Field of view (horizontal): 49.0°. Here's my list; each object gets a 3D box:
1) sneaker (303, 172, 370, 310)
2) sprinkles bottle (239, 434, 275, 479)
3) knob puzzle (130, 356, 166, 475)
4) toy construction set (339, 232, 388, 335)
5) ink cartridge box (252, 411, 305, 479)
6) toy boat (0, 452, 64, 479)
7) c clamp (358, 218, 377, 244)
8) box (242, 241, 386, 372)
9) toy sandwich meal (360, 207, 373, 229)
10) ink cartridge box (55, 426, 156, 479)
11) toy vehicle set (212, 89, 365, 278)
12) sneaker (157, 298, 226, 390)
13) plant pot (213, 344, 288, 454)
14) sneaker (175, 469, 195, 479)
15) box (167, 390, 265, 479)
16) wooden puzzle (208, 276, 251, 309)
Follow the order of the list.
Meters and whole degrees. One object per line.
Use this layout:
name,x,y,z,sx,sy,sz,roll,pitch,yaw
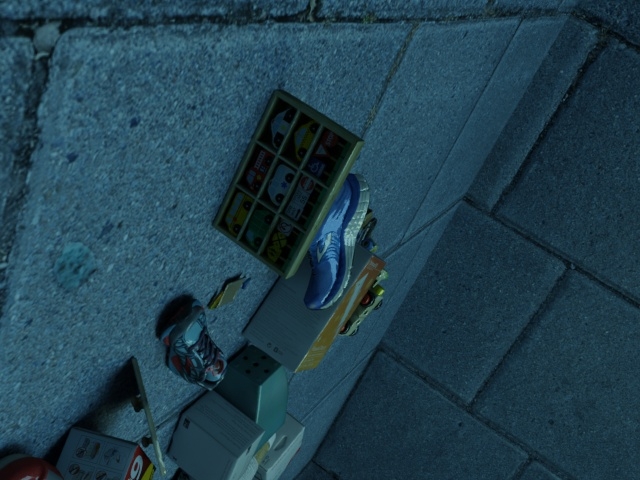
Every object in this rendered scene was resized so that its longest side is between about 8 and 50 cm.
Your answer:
sneaker,0.000,0.000,1.576,0.130,0.147,0.330,-122,-139,-67
sprinkles bottle,-0.260,0.699,2.130,0.355,0.121,0.121,-55,170,-50
knob puzzle,-0.317,0.335,1.275,0.030,0.213,0.213,-14,148,-17
toy construction set,0.064,0.142,1.974,0.151,0.215,0.327,0,129,-52
ink cartridge box,-0.180,0.798,2.674,0.226,0.131,0.306,-46,160,-29
toy boat,-0.464,0.445,1.037,0.231,0.151,0.151,-50,147,-21
c clamp,0.132,-0.007,2.180,0.137,0.022,0.160,-44,160,-51
box,-0.008,0.144,1.786,0.345,0.168,0.215,-57,164,2
toy sandwich meal,0.118,-0.061,2.011,0.085,0.029,0.085,-42,168,-11
ink cartridge box,-0.410,0.525,1.245,0.272,0.130,0.309,95,9,-61
toy vehicle set,-0.058,-0.091,1.165,0.266,0.166,0.035,-62,164,21
sneaker,-0.225,0.207,1.348,0.104,0.125,0.262,-48,163,-27
plant pot,-0.184,0.400,1.820,0.165,0.166,0.234,-37,148,-48
sneaker,-0.383,0.692,1.955,0.098,0.083,0.223,-22,144,-55
box,-0.261,0.503,1.740,0.119,0.182,0.181,-36,156,-51
wooden puzzle,-0.190,0.107,1.464,0.078,0.014,0.116,-55,165,15
